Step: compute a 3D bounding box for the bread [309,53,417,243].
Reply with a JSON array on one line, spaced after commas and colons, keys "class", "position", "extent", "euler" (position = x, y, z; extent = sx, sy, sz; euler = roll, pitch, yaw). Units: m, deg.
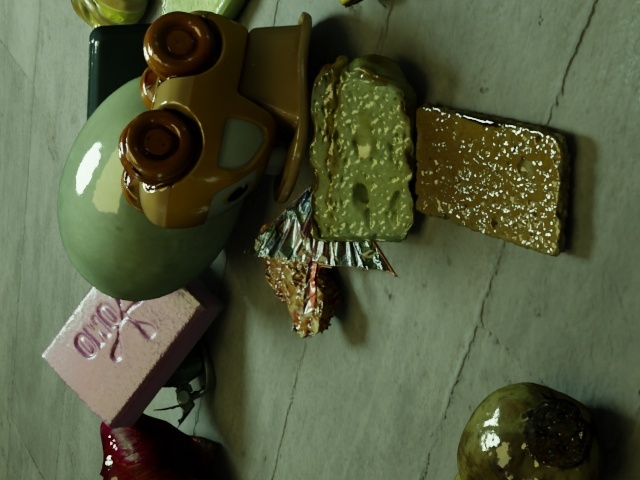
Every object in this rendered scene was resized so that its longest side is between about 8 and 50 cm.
[{"class": "bread", "position": [0.053, -0.102, 1.384], "extent": [0.128, 0.088, 0.232], "euler": [8, 114, 21]}]

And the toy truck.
[{"class": "toy truck", "position": [-0.126, -0.150, 1.454], "extent": [0.204, 0.212, 0.288], "euler": [124, 155, -74]}]

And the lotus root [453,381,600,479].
[{"class": "lotus root", "position": [0.200, 0.221, 1.221], "extent": [0.214, 0.138, 0.138], "euler": [-43, 63, 55]}]

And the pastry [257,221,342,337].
[{"class": "pastry", "position": [-0.022, 0.046, 1.579], "extent": [0.087, 0.063, 0.169], "euler": [-47, 64, 46]}]

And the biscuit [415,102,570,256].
[{"class": "biscuit", "position": [0.177, -0.068, 1.256], "extent": [0.231, 0.025, 0.131], "euler": [24, 121, 52]}]

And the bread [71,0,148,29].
[{"class": "bread", "position": [-0.344, -0.432, 1.893], "extent": [0.213, 0.105, 0.213], "euler": [19, 113, 52]}]

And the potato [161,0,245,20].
[{"class": "potato", "position": [-0.154, -0.336, 1.671], "extent": [0.198, 0.054, 0.119], "euler": [-31, 70, 52]}]

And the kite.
[{"class": "kite", "position": [0.000, 0.000, 1.516], "extent": [0.232, 0.009, 0.189], "euler": [3, 81, 35]}]

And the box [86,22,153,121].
[{"class": "box", "position": [-0.272, -0.211, 1.792], "extent": [0.050, 0.160, 0.230], "euler": [48, 138, 49]}]

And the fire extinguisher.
[{"class": "fire extinguisher", "position": [-0.248, 0.156, 1.940], "extent": [0.093, 0.118, 0.294], "euler": [40, -152, -74]}]

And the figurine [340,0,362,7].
[{"class": "figurine", "position": [-0.007, -0.392, 1.348], "extent": [0.263, 0.143, 0.162], "euler": [61, 170, -5]}]

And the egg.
[{"class": "egg", "position": [-0.235, -0.073, 1.687], "extent": [0.258, 0.258, 0.352], "euler": [56, 133, 32]}]

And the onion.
[{"class": "onion", "position": [-0.249, 0.386, 1.960], "extent": [0.272, 0.195, 0.272], "euler": [63, 176, 7]}]

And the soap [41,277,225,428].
[{"class": "soap", "position": [-0.296, 0.141, 1.868], "extent": [0.181, 0.081, 0.259], "euler": [43, 102, 20]}]
